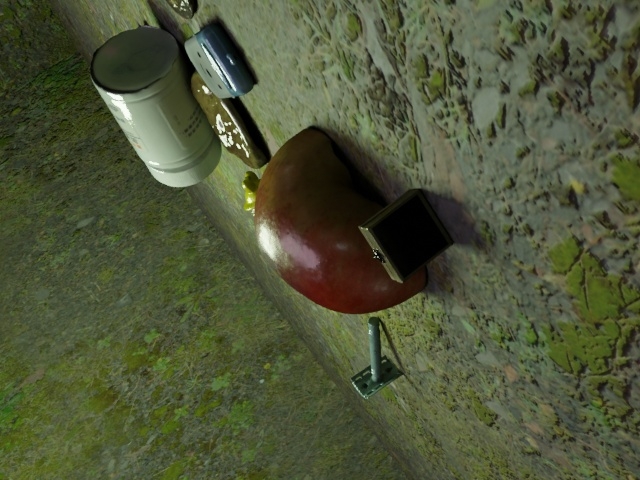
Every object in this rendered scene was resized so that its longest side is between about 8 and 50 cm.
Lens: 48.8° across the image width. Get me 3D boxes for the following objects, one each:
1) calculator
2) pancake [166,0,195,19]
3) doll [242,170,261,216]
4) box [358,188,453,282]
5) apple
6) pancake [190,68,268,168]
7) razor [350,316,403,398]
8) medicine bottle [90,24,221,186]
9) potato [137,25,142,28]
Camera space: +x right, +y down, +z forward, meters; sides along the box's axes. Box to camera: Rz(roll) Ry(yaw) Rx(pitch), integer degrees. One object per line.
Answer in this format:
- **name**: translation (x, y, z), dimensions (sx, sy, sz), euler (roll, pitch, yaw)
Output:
- **calculator**: translation (-0.170, -0.293, 1.167), dimensions (0.121, 0.039, 0.210), euler (56, 168, -20)
- **pancake**: translation (-0.265, -0.446, 1.146), dimensions (0.191, 0.020, 0.184), euler (59, 168, -31)
- **doll**: translation (-0.085, -0.039, 1.452), dimensions (0.098, 0.135, 0.241), euler (-8, 123, 45)
- **box**: translation (0.097, -0.005, 0.816), dimensions (0.079, 0.083, 0.035), euler (55, 169, -13)
- **apple**: translation (0.000, 0.000, 1.036), dimensions (0.293, 0.163, 0.251), euler (52, 168, 17)
- **pancake**: translation (-0.191, -0.239, 1.391), dimensions (0.242, 0.050, 0.242), euler (50, 168, 14)
- **razor**: translation (0.119, 0.244, 1.527), dimensions (0.068, 0.106, 0.232), euler (45, 157, 36)
- **medicine bottle**: translation (-0.346, -0.281, 1.545), dimensions (0.190, 0.190, 0.332), euler (47, 167, 30)
- **potato**: translation (-0.404, -0.473, 1.626), dimensions (0.037, 0.036, 0.093), euler (19, -166, -8)
